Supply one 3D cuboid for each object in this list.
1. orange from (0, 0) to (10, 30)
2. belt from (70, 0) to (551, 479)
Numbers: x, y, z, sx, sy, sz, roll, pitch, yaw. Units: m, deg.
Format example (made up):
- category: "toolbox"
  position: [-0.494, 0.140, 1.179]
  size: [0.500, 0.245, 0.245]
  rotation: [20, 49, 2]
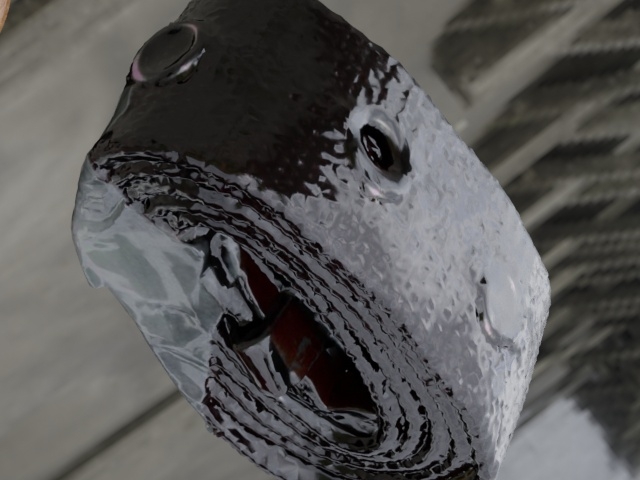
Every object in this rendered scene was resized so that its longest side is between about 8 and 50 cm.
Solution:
- category: "orange"
  position: [-0.375, -0.230, 1.445]
  size: [0.274, 0.274, 0.310]
  rotation: [-35, 149, -4]
- category: "belt"
  position: [0.000, 0.000, 0.956]
  size: [0.184, 0.289, 0.164]
  rotation: [-5, -135, 37]
